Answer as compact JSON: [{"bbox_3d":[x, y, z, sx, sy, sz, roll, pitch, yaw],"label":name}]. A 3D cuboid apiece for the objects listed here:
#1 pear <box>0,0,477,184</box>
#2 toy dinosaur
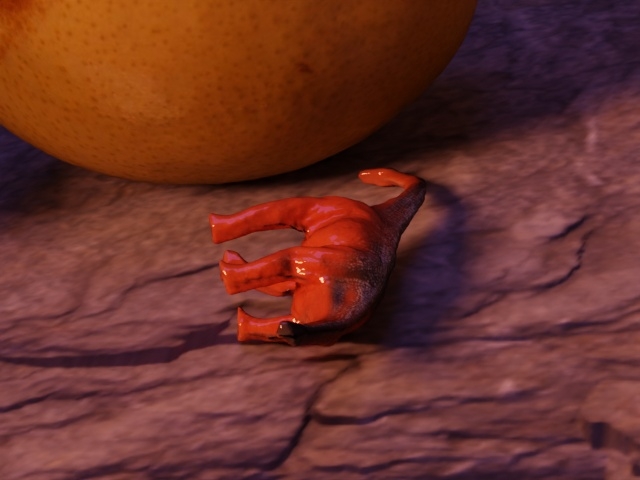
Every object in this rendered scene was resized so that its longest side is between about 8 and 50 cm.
[{"bbox_3d":[-0.064,-0.177,1.075,0.314,0.314,0.314,-10,23,4],"label":"pear"},{"bbox_3d":[0.000,0.006,0.932,0.101,0.055,0.279,-1,22,2],"label":"toy dinosaur"}]
